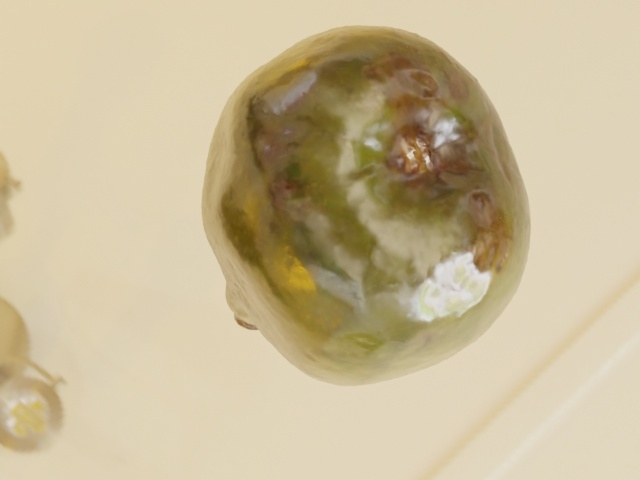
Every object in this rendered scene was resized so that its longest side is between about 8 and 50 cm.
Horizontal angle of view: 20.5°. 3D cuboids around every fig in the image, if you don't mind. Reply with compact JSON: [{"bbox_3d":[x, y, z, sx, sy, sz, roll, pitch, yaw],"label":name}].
[{"bbox_3d":[0.013,-0.014,0.708,0.133,0.185,0.126,43,-96,-6],"label":"fig"}]
